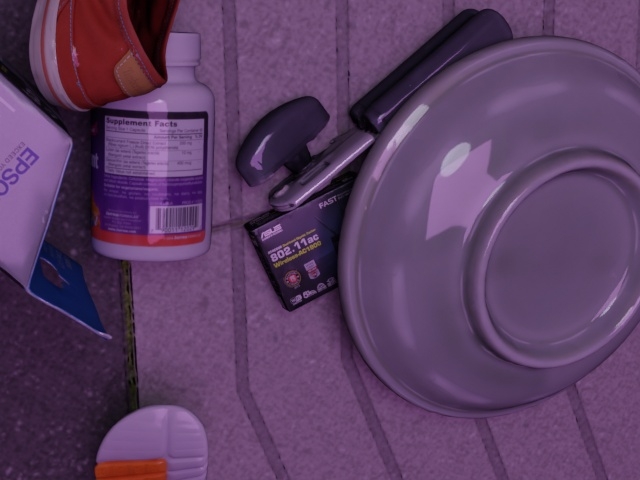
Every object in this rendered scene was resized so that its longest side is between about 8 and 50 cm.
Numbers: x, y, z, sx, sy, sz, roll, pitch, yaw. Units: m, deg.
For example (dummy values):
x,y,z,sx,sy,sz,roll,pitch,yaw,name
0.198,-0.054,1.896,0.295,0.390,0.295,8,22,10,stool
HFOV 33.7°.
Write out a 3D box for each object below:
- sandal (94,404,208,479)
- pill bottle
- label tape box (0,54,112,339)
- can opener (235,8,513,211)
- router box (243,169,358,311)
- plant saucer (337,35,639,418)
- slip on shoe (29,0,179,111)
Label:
x,y,z,sx,sy,sz,roll,pitch,yaw,name
-0.163,0.247,1.019,0.102,0.076,0.265,7,121,-4,sandal
-0.147,-0.085,0.926,0.108,0.108,0.193,0,101,-17,pill bottle
-0.274,-0.095,0.809,0.348,0.249,0.115,42,88,-20,label tape box
0.048,-0.135,0.991,0.283,0.076,0.095,-41,111,-6,can opener
0.000,0.000,1.025,0.122,0.038,0.092,-28,108,-9,router box
0.214,0.008,1.022,0.400,0.100,0.400,-9,112,-22,plant saucer
-0.142,-0.256,0.840,0.101,0.123,0.331,2,71,16,slip on shoe
